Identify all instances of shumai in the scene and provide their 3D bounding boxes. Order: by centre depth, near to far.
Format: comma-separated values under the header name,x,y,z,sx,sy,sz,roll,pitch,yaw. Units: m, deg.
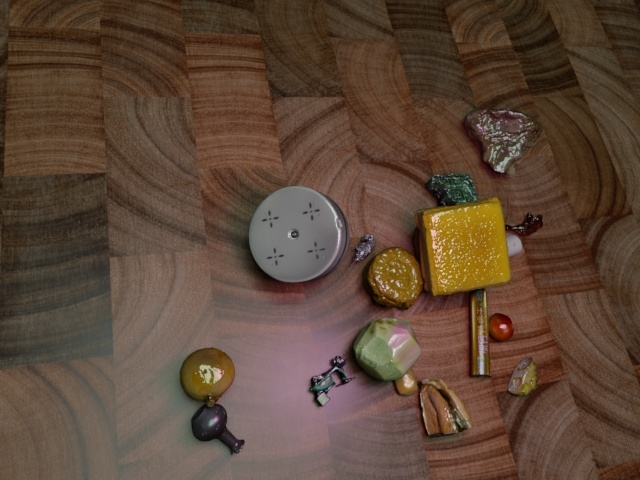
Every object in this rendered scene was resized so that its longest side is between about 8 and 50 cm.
name,x,y,z,sx,sy,sz,roll,pitch,yaw
shumai,0.819,-0.447,2.325,0.345,0.217,0.284,6,99,1

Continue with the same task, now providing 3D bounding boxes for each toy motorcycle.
name,x,y,z,sx,sy,sz,roll,pitch,yaw
toy motorcycle,0.038,0.482,1.767,0.173,0.058,0.100,-38,89,-23

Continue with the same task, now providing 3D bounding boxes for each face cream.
name,x,y,z,sx,sy,sz,roll,pitch,yaw
face cream,0.678,0.061,2.090,0.311,0.092,0.092,-19,74,-20

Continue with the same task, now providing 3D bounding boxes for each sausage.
name,x,y,z,sx,sy,sz,roll,pitch,yaw
sausage,0.613,0.339,1.966,0.082,0.082,0.372,11,65,-10

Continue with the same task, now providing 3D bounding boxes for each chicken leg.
name,x,y,z,sx,sy,sz,roll,pitch,yaw
chicken leg,0.890,-0.063,2.219,0.219,0.048,0.090,-24,73,-22

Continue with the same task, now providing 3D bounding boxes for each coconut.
name,x,y,z,sx,sy,sz,roll,pitch,yaw
coconut,0.242,0.368,1.784,0.204,0.235,0.236,46,64,-12

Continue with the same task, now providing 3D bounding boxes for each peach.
name,x,y,z,sx,sy,sz,roll,pitch,yaw
peach,0.698,0.332,1.979,0.100,0.101,0.101,5,67,-13

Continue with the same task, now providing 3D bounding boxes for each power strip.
name,x,y,z,sx,sy,sz,roll,pitch,yaw
power strip,-0.083,-0.018,1.806,0.356,0.161,0.358,0,88,14

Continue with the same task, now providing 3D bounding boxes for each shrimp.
name,x,y,z,sx,sy,sz,roll,pitch,yaw
shrimp,0.162,0.038,1.981,0.065,0.056,0.165,52,54,-8

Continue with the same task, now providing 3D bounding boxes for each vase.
name,x,y,z,sx,sy,sz,roll,pitch,yaw
vase,-0.316,0.598,1.600,0.183,0.120,0.120,47,64,-9

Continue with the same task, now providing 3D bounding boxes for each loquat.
name,x,y,z,sx,sy,sz,roll,pitch,yaw
loquat,-0.357,0.434,1.621,0.172,0.150,0.205,-1,46,-22

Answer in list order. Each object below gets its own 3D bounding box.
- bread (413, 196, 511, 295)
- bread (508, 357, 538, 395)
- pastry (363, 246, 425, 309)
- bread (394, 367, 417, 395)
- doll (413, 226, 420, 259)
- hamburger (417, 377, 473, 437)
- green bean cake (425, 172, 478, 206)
name,x,y,z,sx,sy,sz,roll,pitch,yaw
bread,0.527,0.020,1.890,0.323,0.143,0.334,-7,92,-9
bread,0.779,0.529,1.937,0.157,0.083,0.094,-37,93,-26
pastry,0.282,0.144,1.926,0.240,0.132,0.235,-39,82,-25
bread,0.305,0.495,1.830,0.082,0.056,0.115,-4,70,-17
doll,0.495,-0.023,2.036,0.269,0.162,0.167,-11,103,-6
hamburger,0.439,0.572,1.788,0.135,0.155,0.208,8,56,-36
green bean cake,0.560,-0.177,2.148,0.193,0.107,0.209,-4,71,-17
